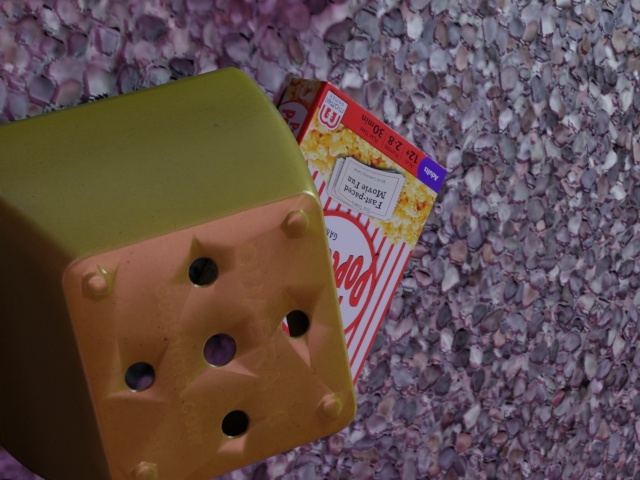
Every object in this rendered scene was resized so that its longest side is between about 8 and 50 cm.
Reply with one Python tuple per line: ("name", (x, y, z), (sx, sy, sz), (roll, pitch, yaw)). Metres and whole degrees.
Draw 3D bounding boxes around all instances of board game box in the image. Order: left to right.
("board game box", (0.000, 0.000, 0.951), (0.146, 0.045, 0.193), (31, 79, -40))

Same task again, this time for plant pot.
("plant pot", (-0.091, 0.035, 0.752), (0.212, 0.187, 0.212), (-17, 110, -19))
